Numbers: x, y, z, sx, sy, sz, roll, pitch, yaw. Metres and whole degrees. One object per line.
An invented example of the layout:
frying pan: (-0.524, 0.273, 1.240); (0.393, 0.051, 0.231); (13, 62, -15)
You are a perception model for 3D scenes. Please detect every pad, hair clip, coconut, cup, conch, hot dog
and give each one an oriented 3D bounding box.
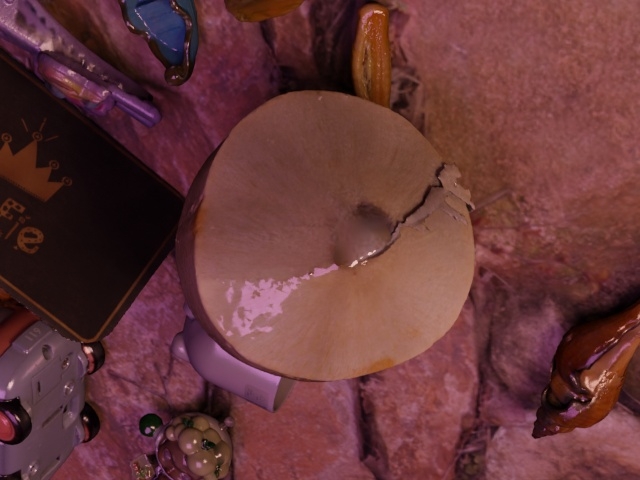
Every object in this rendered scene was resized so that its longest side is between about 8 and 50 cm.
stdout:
pad: (-0.338, -0.058, 1.891); (0.375, 0.315, 0.063); (38, 145, -7)
hair clip: (-0.297, -0.208, 1.918); (0.278, 0.090, 0.137); (46, 166, -8)
coconut: (0.000, 0.000, 1.781); (0.323, 0.323, 0.323); (12, 128, 16)
cup: (-0.093, 0.112, 2.004); (0.142, 0.173, 0.134); (24, 102, 8)
conch: (0.297, 0.127, 1.900); (0.080, 0.086, 0.233); (46, 129, 43)
hot dog: (0.051, -0.184, 1.812); (0.044, 0.028, 0.137); (-6, 127, -2)

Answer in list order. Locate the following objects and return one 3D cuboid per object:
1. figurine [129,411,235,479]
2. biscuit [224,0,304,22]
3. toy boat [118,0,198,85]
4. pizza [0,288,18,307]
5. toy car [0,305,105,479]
figurine: (-0.179, 0.280, 2.214); (0.147, 0.093, 0.197); (50, 130, 0)
biscuit: (-0.071, -0.379, 1.695); (0.335, 0.078, 0.329); (36, 126, -7)
toy boat: (-0.182, -0.251, 1.836); (0.075, 0.077, 0.185); (-12, 119, 33)
pizza: (-0.483, -0.110, 2.028); (0.440, 0.130, 0.406); (9, 127, 42)
toy car: (-0.410, 0.194, 2.212); (0.212, 0.180, 0.270); (25, 132, 19)
